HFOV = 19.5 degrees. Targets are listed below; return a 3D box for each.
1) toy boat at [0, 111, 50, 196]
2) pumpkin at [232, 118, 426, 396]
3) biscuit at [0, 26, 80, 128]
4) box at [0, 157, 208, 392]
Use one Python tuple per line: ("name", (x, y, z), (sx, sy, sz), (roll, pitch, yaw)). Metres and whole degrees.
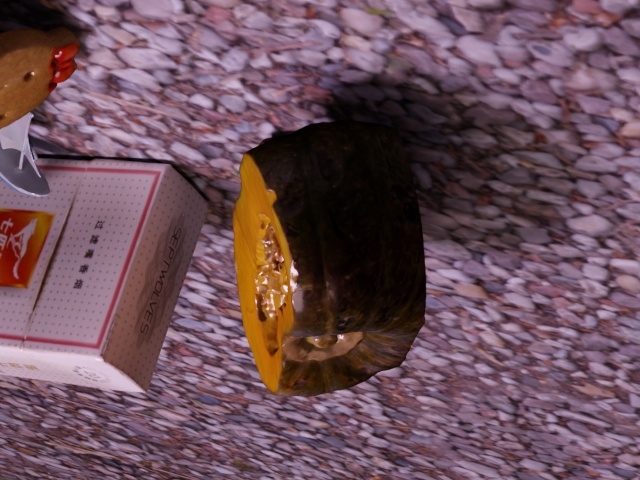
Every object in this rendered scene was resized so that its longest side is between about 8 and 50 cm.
("toy boat", (-0.304, -0.100, 1.771), (0.105, 0.034, 0.149), (33, 154, 27))
("pumpkin", (0.000, 0.000, 1.608), (0.139, 0.222, 0.317), (-10, 160, -7))
("biscuit", (-0.300, -0.121, 1.543), (0.225, 0.036, 0.166), (-13, 154, -47))
("box", (-0.293, 0.026, 1.846), (0.330, 0.210, 0.095), (5, 156, 29))
